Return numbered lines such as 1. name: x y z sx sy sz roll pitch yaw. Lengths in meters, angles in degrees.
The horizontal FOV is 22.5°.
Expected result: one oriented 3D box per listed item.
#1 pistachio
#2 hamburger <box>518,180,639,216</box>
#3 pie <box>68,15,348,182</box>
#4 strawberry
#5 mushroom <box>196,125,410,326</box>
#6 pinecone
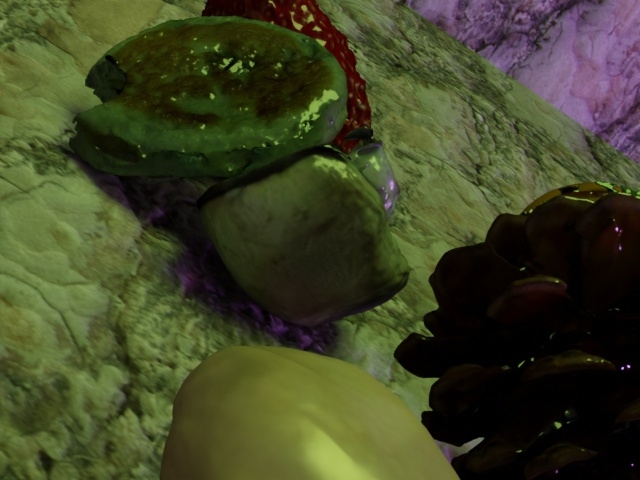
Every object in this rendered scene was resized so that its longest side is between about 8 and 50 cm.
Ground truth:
1. pistachio: 0.008 0.207 1.058 0.318 0.214 0.193 47 -17 21
2. hamburger: 0.343 0.038 2.036 0.246 0.246 0.170 31 16 -10
3. pie: -0.115 -0.151 1.706 0.302 0.067 0.302 -2 37 2
4. strawberry: -0.050 -0.195 1.923 0.261 0.258 0.261 29 8 -5
5. mushroom: -0.007 0.003 1.597 0.267 0.189 0.164 127 -60 -81
6. pinecone: 0.248 0.167 1.377 0.384 0.384 0.384 31 18 -11
